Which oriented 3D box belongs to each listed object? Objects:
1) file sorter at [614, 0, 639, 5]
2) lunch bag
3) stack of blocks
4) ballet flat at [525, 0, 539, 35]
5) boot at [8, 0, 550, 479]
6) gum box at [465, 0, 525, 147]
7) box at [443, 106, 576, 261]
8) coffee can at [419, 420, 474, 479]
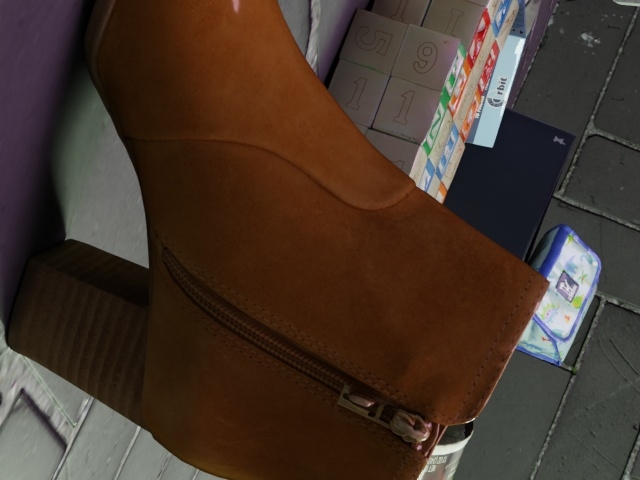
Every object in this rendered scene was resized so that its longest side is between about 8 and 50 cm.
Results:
[{"bbox_3d":[0.292,-0.313,1.542,0.173,0.277,0.193,-62,-153,-3],"label":"file sorter"},{"bbox_3d":[0.284,0.065,2.156,0.129,0.096,0.151,-63,156,-19],"label":"lunch bag"},{"bbox_3d":[0.074,-0.127,1.381,0.171,0.087,0.297,44,67,-76],"label":"stack of blocks"},{"bbox_3d":[0.257,-0.339,2.286,0.213,0.072,0.068,-63,144,-34],"label":"ballet flat"},{"bbox_3d":[0.002,-0.029,0.737,0.104,0.211,0.295,-51,162,-68],"label":"boot"},{"bbox_3d":[0.210,-0.229,2.113,0.184,0.041,0.157,-81,-176,-54],"label":"gum box"},{"bbox_3d":[0.166,0.039,2.249,0.343,0.179,0.312,-61,170,-45],"label":"box"},{"bbox_3d":[0.021,0.280,1.845,0.201,0.201,0.275,-47,158,-70],"label":"coffee can"}]
